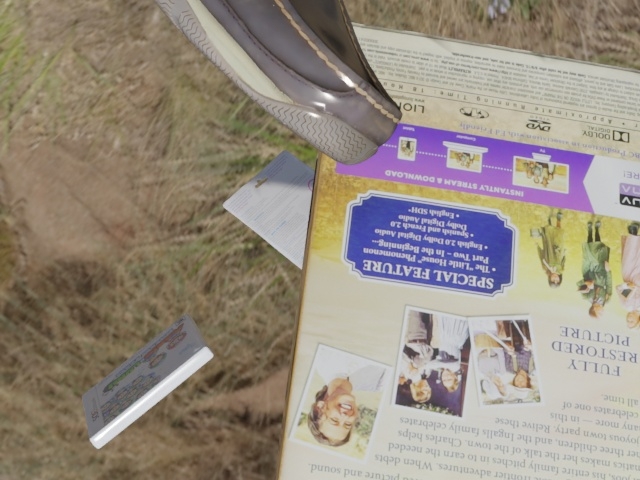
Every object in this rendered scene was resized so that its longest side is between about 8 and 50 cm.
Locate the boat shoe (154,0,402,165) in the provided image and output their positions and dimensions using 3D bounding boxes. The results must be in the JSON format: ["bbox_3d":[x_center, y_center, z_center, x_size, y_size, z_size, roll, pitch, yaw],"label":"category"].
[{"bbox_3d":[-0.047,-0.204,0.653,0.130,0.132,0.355,-38,68,14],"label":"boat shoe"}]

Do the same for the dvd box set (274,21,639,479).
[{"bbox_3d":[0.133,0.077,0.691,0.307,0.420,0.062,8,155,-3],"label":"dvd box set"}]

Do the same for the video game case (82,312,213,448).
[{"bbox_3d":[-0.194,0.151,1.267,0.157,0.143,0.019,-38,108,-5],"label":"video game case"}]

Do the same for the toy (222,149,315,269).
[{"bbox_3d":[0.000,0.000,1.493,0.237,0.137,0.056,36,142,12],"label":"toy"}]
